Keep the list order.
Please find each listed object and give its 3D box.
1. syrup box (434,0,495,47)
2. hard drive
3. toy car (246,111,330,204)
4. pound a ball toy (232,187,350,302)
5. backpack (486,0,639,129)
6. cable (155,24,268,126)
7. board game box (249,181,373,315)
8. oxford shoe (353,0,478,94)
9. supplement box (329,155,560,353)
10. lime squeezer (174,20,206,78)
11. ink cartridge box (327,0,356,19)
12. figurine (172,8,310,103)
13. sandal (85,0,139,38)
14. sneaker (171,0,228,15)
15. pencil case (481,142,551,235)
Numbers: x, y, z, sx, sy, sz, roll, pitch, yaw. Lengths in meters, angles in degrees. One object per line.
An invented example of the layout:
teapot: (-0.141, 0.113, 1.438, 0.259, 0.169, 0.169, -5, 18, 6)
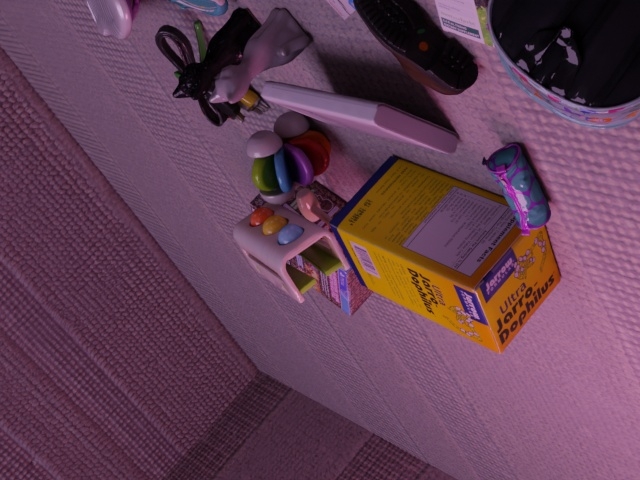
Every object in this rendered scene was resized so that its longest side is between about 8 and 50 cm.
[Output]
syrup box: (0.189, -0.368, 1.319, 0.093, 0.096, 0.237, 29, 158, 37)
hard drive: (0.064, -0.217, 1.841, 0.203, 0.040, 0.307, 15, -177, -42)
toy car: (-0.054, -0.161, 2.140, 0.136, 0.182, 0.159, 19, 136, 41)
pound a ball toy: (-0.048, -0.021, 2.150, 0.135, 0.208, 0.319, 60, 167, -25)
backpack: (0.304, -0.249, 1.108, 0.225, 0.253, 0.191, 37, 180, 13)
cable: (-0.246, -0.346, 2.243, 0.287, 0.072, 0.139, 45, 144, -21)
board game box: (0.000, 0.000, 2.432, 0.291, 0.141, 0.232, 36, 160, 19)
oxford shoe: (0.131, -0.299, 1.611, 0.227, 0.083, 0.096, 45, 166, -3)
supplement box: (0.226, 0.020, 1.935, 0.356, 0.194, 0.195, 26, 155, 41)
lime squeezer: (-0.262, -0.377, 2.309, 0.310, 0.059, 0.110, 143, 113, -72)
ink cartridge box: (0.039, -0.385, 1.687, 0.048, 0.028, 0.083, 46, 162, -8)
figurine: (-0.152, -0.324, 1.925, 0.215, 0.209, 0.092, 16, 148, 53)
sandal: (-0.440, -0.527, 2.257, 0.169, 0.102, 0.416, 66, 167, -18)
sneaker: (-0.286, -0.488, 2.019, 0.275, 0.107, 0.110, 28, 166, 38)
pencil case: (0.321, -0.084, 1.712, 0.064, 0.070, 0.151, 0, 139, 40)
